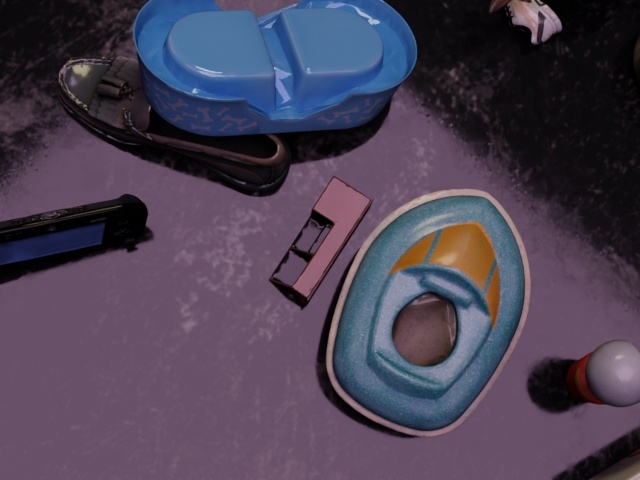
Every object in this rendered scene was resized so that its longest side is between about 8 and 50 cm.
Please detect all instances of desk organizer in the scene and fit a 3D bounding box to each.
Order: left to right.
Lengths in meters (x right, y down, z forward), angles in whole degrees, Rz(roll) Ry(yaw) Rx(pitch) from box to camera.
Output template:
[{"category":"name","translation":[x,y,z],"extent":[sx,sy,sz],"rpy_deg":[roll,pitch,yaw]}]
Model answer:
[{"category":"desk organizer","translation":[0.000,0.000,1.316],"extent":[0.050,0.047,0.130],"rpy_deg":[32,79,3]}]

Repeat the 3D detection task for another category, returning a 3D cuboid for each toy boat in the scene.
[{"category":"toy boat","translation":[0.177,0.089,1.265],"extent":[0.318,0.148,0.267],"rpy_deg":[22,79,-1]}]

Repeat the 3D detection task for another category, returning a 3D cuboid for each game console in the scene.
[{"category":"game console","translation":[-0.345,0.010,1.210],"extent":[0.361,0.213,0.044],"rpy_deg":[-13,82,-18]}]

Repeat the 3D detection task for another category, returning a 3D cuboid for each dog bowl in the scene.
[{"category":"dog bowl","translation":[-0.049,-0.185,1.287],"extent":[0.297,0.074,0.166],"rpy_deg":[-6,54,-18]}]

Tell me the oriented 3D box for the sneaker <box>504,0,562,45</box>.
[{"category":"sneaker","translation":[0.221,-0.265,1.384],"extent":[0.044,0.040,0.109],"rpy_deg":[-41,82,-1]}]

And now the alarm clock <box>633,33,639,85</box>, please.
[{"category":"alarm clock","translation":[0.409,-0.221,1.378],"extent":[0.129,0.064,0.192],"rpy_deg":[-22,88,-6]}]

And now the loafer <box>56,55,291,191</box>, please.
[{"category":"loafer","translation":[-0.153,-0.136,1.305],"extent":[0.268,0.084,0.096],"rpy_deg":[22,79,-1]}]

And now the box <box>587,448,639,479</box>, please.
[{"category":"box","translation":[0.419,0.256,1.270],"extent":[0.232,0.127,0.148],"rpy_deg":[-28,84,-9]}]

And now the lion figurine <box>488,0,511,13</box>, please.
[{"category":"lion figurine","translation":[0.333,-0.402,1.370],"extent":[0.240,0.142,0.392],"rpy_deg":[17,85,-11]}]
